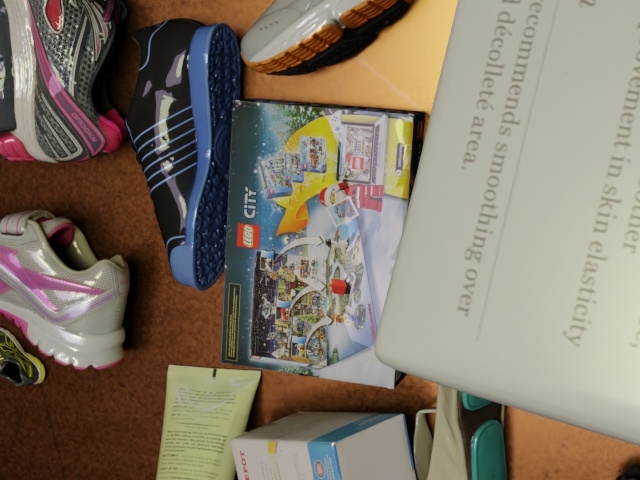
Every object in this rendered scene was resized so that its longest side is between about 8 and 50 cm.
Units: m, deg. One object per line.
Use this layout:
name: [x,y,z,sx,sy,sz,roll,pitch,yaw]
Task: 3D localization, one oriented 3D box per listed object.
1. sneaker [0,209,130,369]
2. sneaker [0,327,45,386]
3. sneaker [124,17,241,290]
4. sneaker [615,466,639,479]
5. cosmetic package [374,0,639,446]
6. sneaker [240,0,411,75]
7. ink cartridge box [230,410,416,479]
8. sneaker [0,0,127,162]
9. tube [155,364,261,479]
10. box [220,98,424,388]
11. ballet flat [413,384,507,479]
sneaker: [-0.276,0.017,1.055,0.252,0.103,0.111,25,101,7]
sneaker: [-0.304,0.111,1.104,0.083,0.035,0.031,32,106,11]
sneaker: [-0.123,-0.075,0.999,0.090,0.081,0.232,7,97,26]
sneaker: [0.304,0.227,0.909,0.152,0.058,0.085,13,111,23]
cosmetic package: [0.300,-0.031,0.661,0.393,0.327,0.329,15,91,30]
sneaker: [0.031,-0.239,0.919,0.262,0.099,0.121,-36,79,12]
ink cartridge box: [-0.002,0.199,0.971,0.143,0.090,0.092,-6,96,46]
sneaker: [-0.226,-0.217,0.995,0.112,0.121,0.299,2,106,4]
tube: [-0.112,0.227,1.012,0.070,0.062,0.240,16,68,-21]
box: [0.000,0.000,0.982,0.159,0.044,0.233,7,100,17]
ballet flat: [0.115,0.134,0.952,0.086,0.086,0.248,7,102,17]
